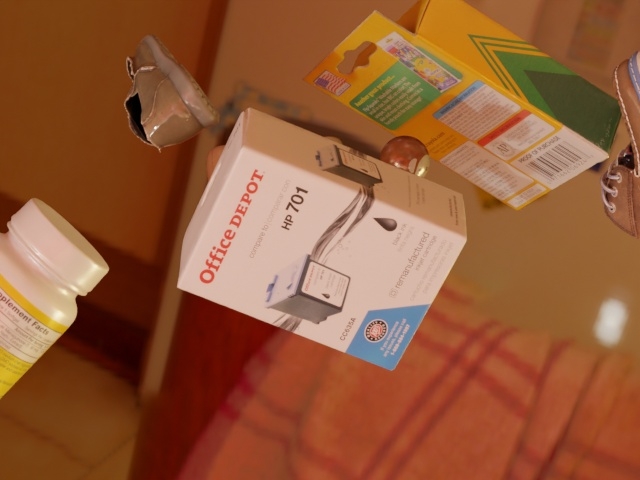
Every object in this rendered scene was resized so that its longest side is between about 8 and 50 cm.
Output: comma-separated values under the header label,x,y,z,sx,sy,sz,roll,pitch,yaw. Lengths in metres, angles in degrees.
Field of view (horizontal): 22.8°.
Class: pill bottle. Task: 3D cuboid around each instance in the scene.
label,x,y,z,sx,sy,sz,roll,pitch,yaw
pill bottle,-0.303,0.068,1.477,0.119,0.208,0.119,44,1,-1

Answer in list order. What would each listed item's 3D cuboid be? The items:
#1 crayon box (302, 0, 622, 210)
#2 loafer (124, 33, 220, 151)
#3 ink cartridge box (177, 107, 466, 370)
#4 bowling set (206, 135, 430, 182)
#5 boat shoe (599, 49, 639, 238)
label,x,y,z,sx,sy,sz,roll,pitch,yaw
crayon box,0.167,-0.175,1.868,0.323,0.203,0.083,30,62,-14
loafer,-0.187,-0.163,1.771,0.087,0.094,0.251,-37,21,-3
ink cartridge box,0.000,0.000,1.251,0.190,0.140,0.082,21,27,-11
bowling set,0.023,-0.021,1.682,0.287,0.200,0.154,18,59,-56
boat shoe,0.212,-0.031,0.999,0.066,0.183,0.066,-13,21,31
